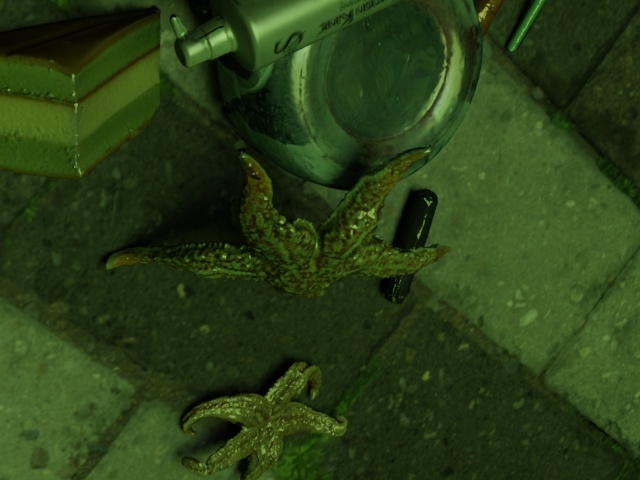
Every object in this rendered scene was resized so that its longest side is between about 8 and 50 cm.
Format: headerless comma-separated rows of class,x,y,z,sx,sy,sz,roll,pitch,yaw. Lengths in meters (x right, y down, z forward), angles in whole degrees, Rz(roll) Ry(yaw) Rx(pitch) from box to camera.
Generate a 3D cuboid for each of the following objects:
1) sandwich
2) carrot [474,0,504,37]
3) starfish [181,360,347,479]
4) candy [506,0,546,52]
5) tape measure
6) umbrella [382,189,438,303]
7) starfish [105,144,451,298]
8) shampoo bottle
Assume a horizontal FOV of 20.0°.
sandwich,-0.244,-0.145,1.650,0.187,0.144,0.117,-49,147,-57
carrot,0.170,-0.252,1.880,0.047,0.047,0.191,29,94,-43
starfish,-0.053,0.203,1.955,0.210,0.053,0.150,5,115,-40
candy,0.275,-0.327,1.900,0.083,0.091,0.305,24,107,-14
tape measure,0.023,-0.187,1.739,0.256,0.147,0.275,-38,127,-17
umbrella,0.099,0.006,1.975,0.036,0.031,0.133,5,112,-36
starfish,0.002,0.003,1.751,0.358,0.078,0.347,5,151,-29
shampoo bottle,-0.008,-0.216,1.574,0.262,0.085,0.085,-29,128,-17
